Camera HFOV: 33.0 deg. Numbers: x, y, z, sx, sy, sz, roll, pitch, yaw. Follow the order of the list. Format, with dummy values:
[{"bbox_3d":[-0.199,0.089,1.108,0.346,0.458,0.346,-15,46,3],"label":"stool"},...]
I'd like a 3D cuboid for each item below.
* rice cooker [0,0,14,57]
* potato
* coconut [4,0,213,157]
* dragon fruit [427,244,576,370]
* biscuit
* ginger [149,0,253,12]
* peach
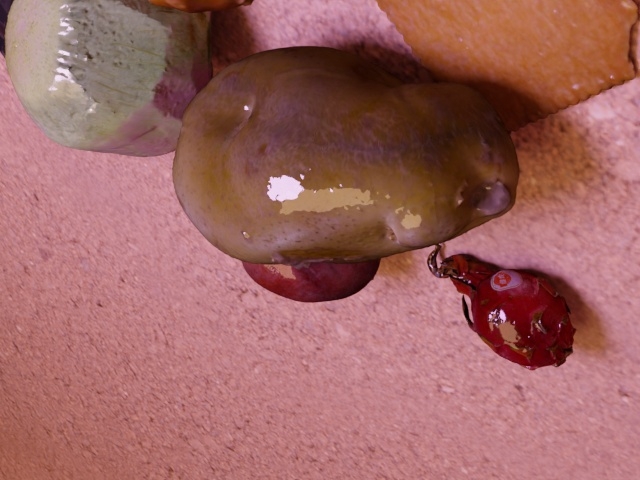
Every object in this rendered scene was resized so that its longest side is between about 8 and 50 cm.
[{"bbox_3d":[-0.322,-0.266,1.255,0.112,0.106,0.165,37,150,9],"label":"rice cooker"},{"bbox_3d":[0.019,-0.074,1.004,0.351,0.218,0.203,14,116,37],"label":"potato"},{"bbox_3d":[-0.203,-0.191,1.121,0.236,0.236,0.204,43,123,0],"label":"coconut"},{"bbox_3d":[0.178,0.060,1.116,0.190,0.094,0.094,38,148,29],"label":"dragon fruit"},{"bbox_3d":[0.146,-0.205,0.919,0.237,0.013,0.232,51,146,-12],"label":"biscuit"},{"bbox_3d":[-0.093,-0.344,0.849,0.274,0.152,0.358,-17,115,31],"label":"ginger"},{"bbox_3d":[0.000,0.000,1.189,0.152,0.152,0.152,27,143,23],"label":"peach"}]
